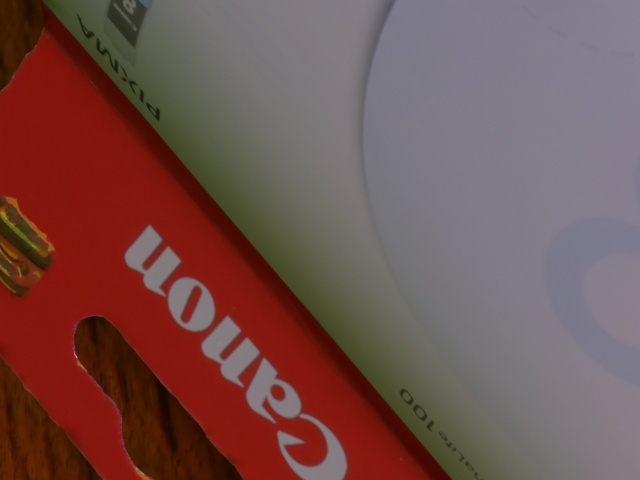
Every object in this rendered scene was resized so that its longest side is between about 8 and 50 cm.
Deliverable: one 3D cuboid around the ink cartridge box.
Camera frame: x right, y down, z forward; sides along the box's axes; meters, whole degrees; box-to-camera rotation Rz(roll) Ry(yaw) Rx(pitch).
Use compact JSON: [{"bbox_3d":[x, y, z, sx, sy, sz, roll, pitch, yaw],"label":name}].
[{"bbox_3d":[0.000,0.000,0.577,0.308,0.091,0.385,49,123,8],"label":"ink cartridge box"}]
